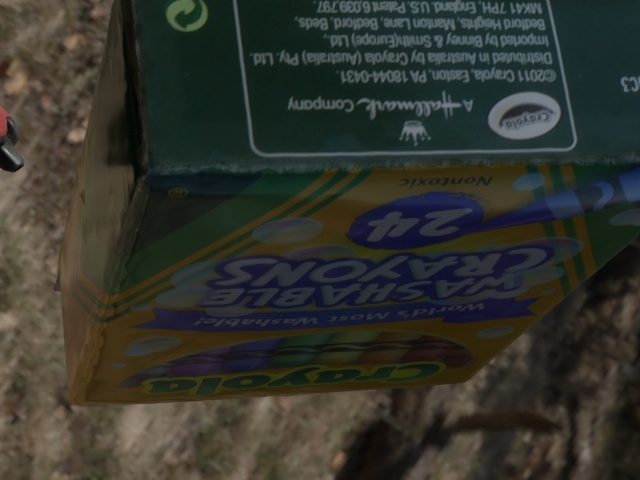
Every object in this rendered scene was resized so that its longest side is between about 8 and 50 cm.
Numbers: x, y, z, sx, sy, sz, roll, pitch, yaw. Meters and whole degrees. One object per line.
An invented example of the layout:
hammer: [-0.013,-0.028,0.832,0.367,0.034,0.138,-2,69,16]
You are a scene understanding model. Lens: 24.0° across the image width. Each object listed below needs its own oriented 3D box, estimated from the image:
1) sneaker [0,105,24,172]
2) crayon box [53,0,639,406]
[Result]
sneaker: [-0.214,-0.045,0.560,0.098,0.135,0.276,-38,-177,14]
crayon box: [0.000,0.000,0.644,0.203,0.083,0.323,-2,160,-15]
